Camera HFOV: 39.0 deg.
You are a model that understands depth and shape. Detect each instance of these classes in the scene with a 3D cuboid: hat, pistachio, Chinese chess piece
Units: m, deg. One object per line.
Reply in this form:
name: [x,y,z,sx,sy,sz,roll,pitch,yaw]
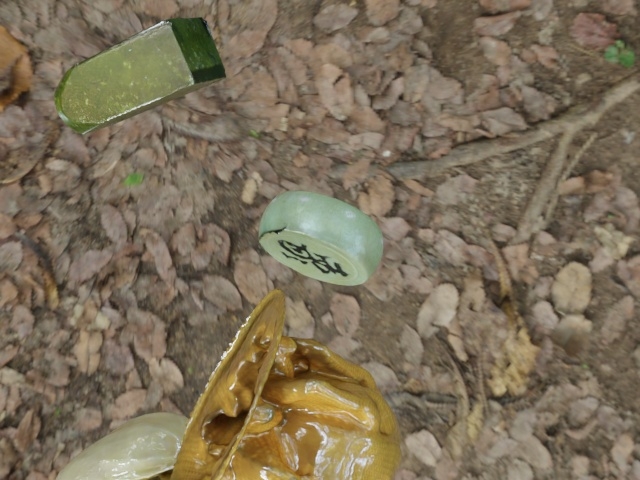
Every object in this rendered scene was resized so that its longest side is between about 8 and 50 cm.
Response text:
hat: [0.006,0.206,0.782,0.233,0.233,0.244,26,53,-13]
pistachio: [-0.268,0.336,1.289,0.229,0.157,0.157,-24,102,1]
Chinese chess piece: [0.000,0.000,1.027,0.144,0.144,0.059,26,70,-12]

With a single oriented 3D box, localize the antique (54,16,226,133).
antique: [-0.233,-0.196,1.112,0.220,0.080,0.081,-18,95,28]
